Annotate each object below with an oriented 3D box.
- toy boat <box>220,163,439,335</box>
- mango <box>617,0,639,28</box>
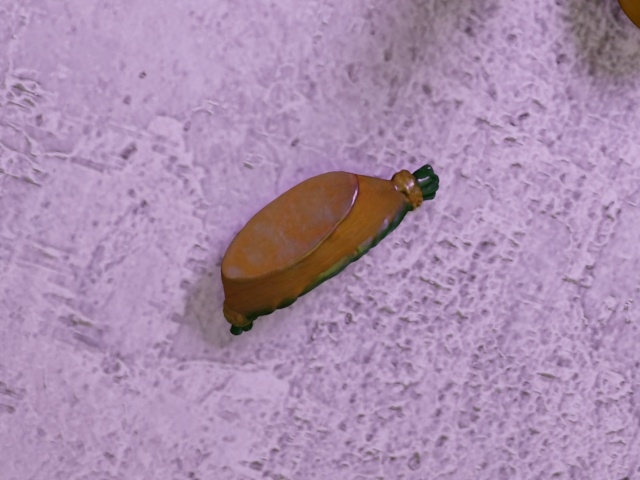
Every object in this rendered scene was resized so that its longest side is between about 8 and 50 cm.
[{"bbox_3d":[0.000,0.000,1.444,0.229,0.089,0.088,-36,145,6],"label":"toy boat"},{"bbox_3d":[0.301,-0.280,1.378,0.136,0.099,0.227,9,96,-15],"label":"mango"}]
